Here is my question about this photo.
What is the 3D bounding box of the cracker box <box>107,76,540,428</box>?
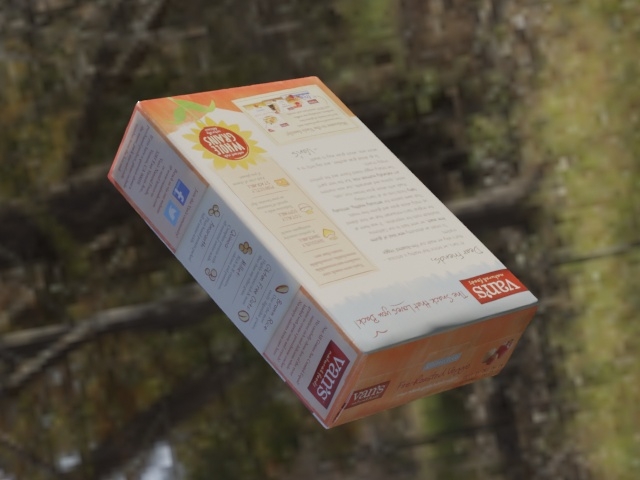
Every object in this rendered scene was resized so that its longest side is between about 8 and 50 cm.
[{"bbox_3d":[0.000,0.000,1.169,0.232,0.155,0.067,47,129,29],"label":"cracker box"}]
